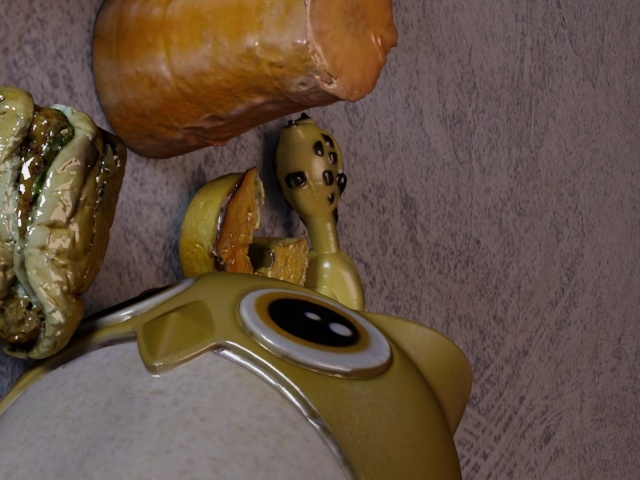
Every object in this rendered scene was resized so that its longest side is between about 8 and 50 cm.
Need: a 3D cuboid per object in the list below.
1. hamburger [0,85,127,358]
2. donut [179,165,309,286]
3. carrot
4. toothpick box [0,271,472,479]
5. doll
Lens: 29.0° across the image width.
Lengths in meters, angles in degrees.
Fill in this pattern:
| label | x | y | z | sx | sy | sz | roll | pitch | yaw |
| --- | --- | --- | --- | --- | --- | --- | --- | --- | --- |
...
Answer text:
| label | x | y | z | sx | sy | sz | roll | pitch | yaw |
| --- | --- | --- | --- | --- | --- | --- | --- | --- | --- |
| hamburger | -0.221 | -0.016 | 0.952 | 0.130 | 0.183 | 0.206 | 0 | 92 | -32 |
| donut | -0.086 | 0.018 | 1.290 | 0.181 | 0.078 | 0.146 | 54 | 51 | -49 |
| carrot | -0.061 | -0.176 | 1.155 | 0.196 | 0.254 | 0.195 | 2 | 88 | -55 |
| toothpick box | -0.086 | 0.232 | 0.986 | 0.409 | 0.409 | 0.425 | 66 | 34 | -36 |
| doll | -0.001 | 0.000 | 1.417 | 0.117 | 0.086 | 0.291 | -33 | 117 | -61 |
